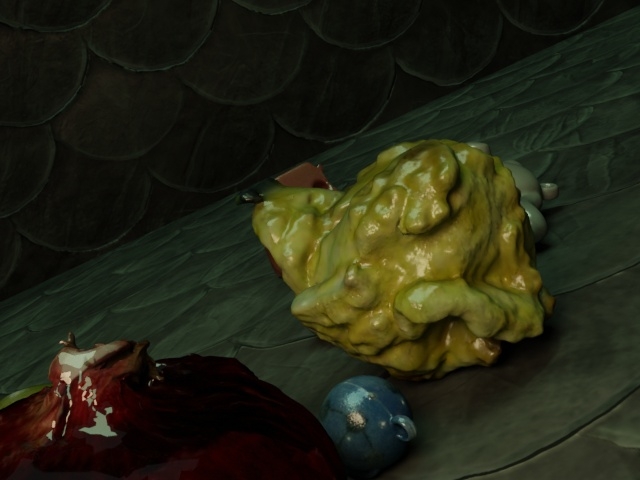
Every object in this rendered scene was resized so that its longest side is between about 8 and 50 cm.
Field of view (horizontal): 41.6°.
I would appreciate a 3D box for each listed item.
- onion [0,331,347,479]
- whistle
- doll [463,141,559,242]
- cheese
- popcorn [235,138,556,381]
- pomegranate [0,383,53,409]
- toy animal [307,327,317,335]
[{"bbox_3d":[-0.129,0.180,0.554,0.314,0.232,0.314,-6,19,2],"label":"onion"},{"bbox_3d":[0.028,0.161,0.745,0.090,0.090,0.158,-33,16,-36],"label":"whistle"},{"bbox_3d":[0.213,-0.082,1.237,0.243,0.159,0.311,-19,10,27],"label":"doll"},{"bbox_3d":[-0.014,-0.003,1.456,0.128,0.203,0.177,-34,-15,-24],"label":"cheese"},{"bbox_3d":[0.094,0.021,0.853,0.293,0.237,0.293,-19,11,4],"label":"popcorn"},{"bbox_3d":[-0.234,0.213,0.795,0.210,0.179,0.179,-32,15,-35],"label":"pomegranate"},{"bbox_3d":[0.014,0.079,1.077,0.098,0.098,0.137,-24,13,1],"label":"toy animal"}]
